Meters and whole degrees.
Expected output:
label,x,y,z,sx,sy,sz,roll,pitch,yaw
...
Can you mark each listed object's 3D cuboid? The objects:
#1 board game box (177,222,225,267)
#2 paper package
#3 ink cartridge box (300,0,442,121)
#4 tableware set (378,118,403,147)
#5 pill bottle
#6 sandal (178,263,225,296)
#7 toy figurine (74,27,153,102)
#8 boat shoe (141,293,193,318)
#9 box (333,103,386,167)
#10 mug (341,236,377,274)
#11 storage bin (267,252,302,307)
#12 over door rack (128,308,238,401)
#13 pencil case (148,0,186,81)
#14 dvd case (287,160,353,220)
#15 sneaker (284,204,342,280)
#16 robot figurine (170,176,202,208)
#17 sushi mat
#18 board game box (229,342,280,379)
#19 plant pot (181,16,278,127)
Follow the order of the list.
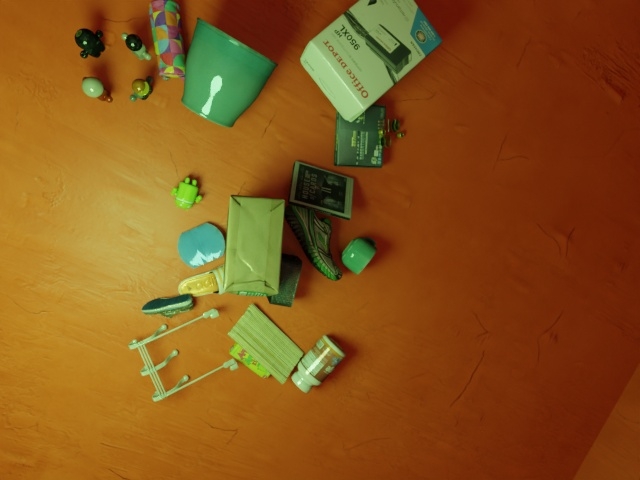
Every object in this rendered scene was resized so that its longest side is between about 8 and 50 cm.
label,x,y,z,sx,sy,sz,roll,pitch,yaw
board game box,-0.428,0.018,1.519,0.168,0.033,0.133,-24,88,-4
paper package,-0.228,0.025,1.386,0.168,0.325,0.310,4,84,-14
ink cartridge box,0.172,-0.653,1.451,0.395,0.166,0.285,-43,101,-10
tableware set,0.266,-0.404,1.583,0.154,0.024,0.104,-18,112,-47
pill bottle,-0.010,0.490,1.663,0.121,0.121,0.216,43,88,-17
sandal,-0.384,0.156,1.534,0.265,0.076,0.102,-19,104,-10
toy figurine,-0.636,-0.541,1.312,0.209,0.148,0.213,-3,100,-13
boat shoe,-0.548,0.247,1.514,0.183,0.066,0.066,-9,123,1
box,0.147,-0.392,1.578,0.183,0.059,0.233,1,98,-13
mug,0.145,0.049,1.630,0.097,0.158,0.129,38,108,1
storage bin,-0.137,0.145,1.570,0.084,0.122,0.180,12,97,-16
over door rack,-0.491,0.411,1.537,0.324,0.108,0.240,-21,103,-11
pencil case,-0.489,-0.643,1.360,0.104,0.104,0.237,-7,103,-13
dvd case,0.006,-0.183,1.549,0.238,0.029,0.180,15,62,-16
sneaker,0.000,0.000,1.573,0.146,0.134,0.344,-30,105,-8
robot figurine,-0.466,-0.161,1.463,0.101,0.067,0.115,17,96,-28
sushi mat,-0.202,0.397,1.609,0.317,0.019,0.151,49,56,-20
board game box,-0.254,0.449,1.635,0.181,0.043,0.092,42,88,-17
plant pot,-0.313,-0.518,1.352,0.271,0.272,0.255,25,109,-17
